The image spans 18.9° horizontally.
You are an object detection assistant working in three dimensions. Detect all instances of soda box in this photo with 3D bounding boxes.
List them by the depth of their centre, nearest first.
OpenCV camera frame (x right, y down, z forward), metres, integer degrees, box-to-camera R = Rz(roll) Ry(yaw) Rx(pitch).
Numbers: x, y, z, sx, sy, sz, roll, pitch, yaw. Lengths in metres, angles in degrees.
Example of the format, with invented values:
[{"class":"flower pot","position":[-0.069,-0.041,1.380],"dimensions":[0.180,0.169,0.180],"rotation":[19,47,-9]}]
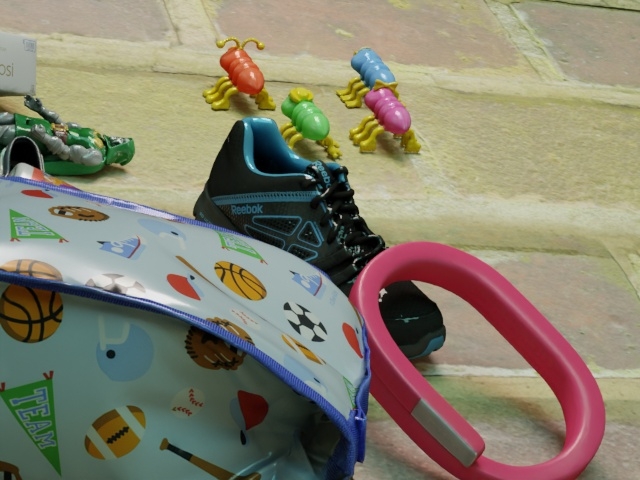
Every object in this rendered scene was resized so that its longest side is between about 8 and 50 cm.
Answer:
[{"class":"soda box","position":[-0.403,-0.201,2.122],"dimensions":[0.074,0.069,0.216],"rotation":[0,-2,26]}]

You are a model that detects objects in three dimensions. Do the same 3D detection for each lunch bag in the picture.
[{"class":"lunch bag","position":[-0.149,0.105,1.622],"dimensions":[0.385,0.239,0.328],"rotation":[10,15,-1]}]

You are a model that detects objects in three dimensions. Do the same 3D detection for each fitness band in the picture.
[{"class":"fitness band","position":[0.149,0.125,1.877],"dimensions":[0.291,0.054,0.209],"rotation":[48,46,15]}]

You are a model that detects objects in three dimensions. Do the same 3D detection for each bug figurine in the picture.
[{"class":"bug figurine","position":[0.008,-0.182,2.376],"dimensions":[0.279,0.072,0.216],"rotation":[-3,36,-30]}]

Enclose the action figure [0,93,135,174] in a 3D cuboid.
[{"class":"action figure","position":[-0.319,-0.116,2.128],"dimensions":[0.232,0.063,0.137],"rotation":[9,28,-18]}]

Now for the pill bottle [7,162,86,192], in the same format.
[{"class":"pill bottle","position":[-0.232,0.011,1.886],"dimensions":[0.193,0.108,0.108],"rotation":[27,28,-15]}]

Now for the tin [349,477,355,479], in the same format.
[{"class":"tin","position":[-0.019,0.252,1.683],"dimensions":[0.106,0.040,0.190],"rotation":[9,31,-4]}]

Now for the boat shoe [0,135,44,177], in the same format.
[{"class":"boat shoe","position":[-0.322,-0.038,1.985],"dimensions":[0.075,0.065,0.206],"rotation":[13,31,-11]}]

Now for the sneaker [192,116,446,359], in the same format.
[{"class":"sneaker","position":[0.000,0.000,2.005],"dimensions":[0.341,0.140,0.125],"rotation":[36,33,28]}]
